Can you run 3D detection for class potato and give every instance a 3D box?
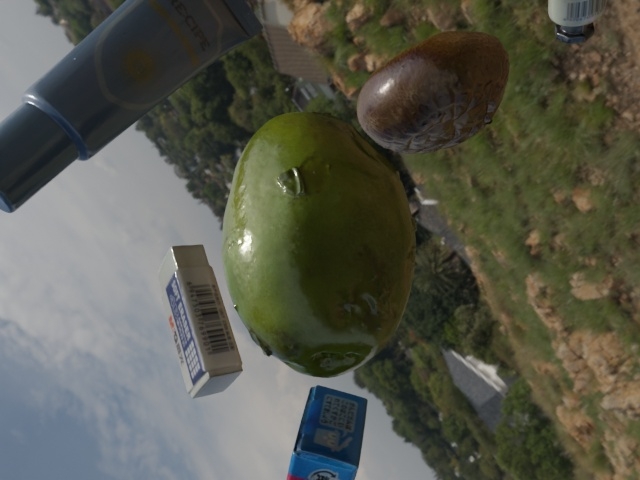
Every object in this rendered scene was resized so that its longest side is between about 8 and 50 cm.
[{"bbox_3d":[0.000,0.000,0.562,0.148,0.186,0.253,101,158,-83],"label":"potato"}]

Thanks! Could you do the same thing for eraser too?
[{"bbox_3d":[-0.241,0.155,1.169,0.124,0.081,0.279,-51,53,47],"label":"eraser"}]

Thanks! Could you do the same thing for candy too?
[{"bbox_3d":[-0.007,0.401,0.934,0.100,0.305,0.157,14,-156,3],"label":"candy"}]

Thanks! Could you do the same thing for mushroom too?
[{"bbox_3d":[0.183,-0.232,0.954,0.253,0.253,0.153,72,176,-75],"label":"mushroom"}]

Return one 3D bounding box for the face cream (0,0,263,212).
[{"bbox_3d":[-0.214,-0.184,0.645,0.086,0.385,0.135,3,137,49],"label":"face cream"}]

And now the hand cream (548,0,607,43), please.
[{"bbox_3d":[0.224,-0.274,0.502,0.234,0.080,0.050,69,-176,-51],"label":"hand cream"}]
